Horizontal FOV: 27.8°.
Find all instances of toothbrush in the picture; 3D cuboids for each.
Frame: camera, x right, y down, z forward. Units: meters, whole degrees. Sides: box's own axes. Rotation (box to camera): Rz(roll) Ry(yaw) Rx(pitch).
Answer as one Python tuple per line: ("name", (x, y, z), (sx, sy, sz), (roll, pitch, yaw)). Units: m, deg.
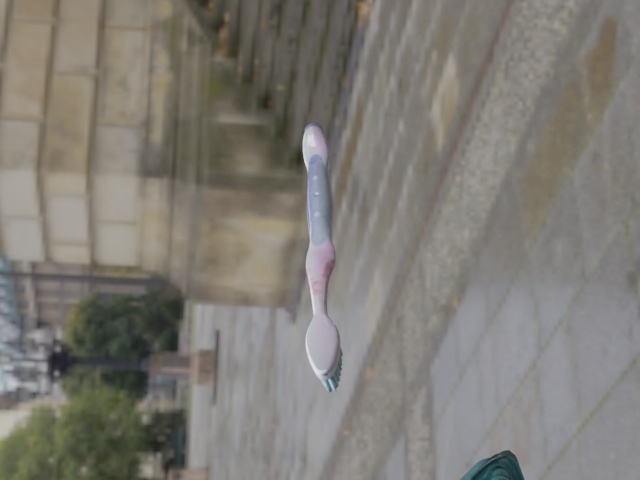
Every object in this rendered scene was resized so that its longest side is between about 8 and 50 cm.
("toothbrush", (0.000, 0.000, 0.847), (0.269, 0.021, 0.027), (-92, -5, -53))

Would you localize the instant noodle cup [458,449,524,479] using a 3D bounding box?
("instant noodle cup", (0.108, 0.239, 0.804), (0.070, 0.179, 0.157), (-1, 115, 45))
